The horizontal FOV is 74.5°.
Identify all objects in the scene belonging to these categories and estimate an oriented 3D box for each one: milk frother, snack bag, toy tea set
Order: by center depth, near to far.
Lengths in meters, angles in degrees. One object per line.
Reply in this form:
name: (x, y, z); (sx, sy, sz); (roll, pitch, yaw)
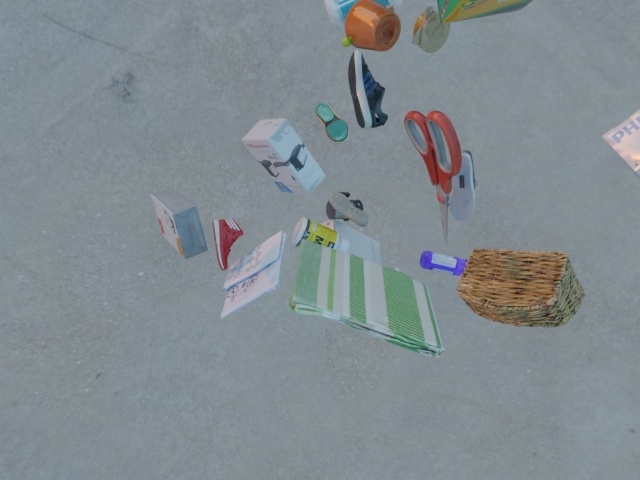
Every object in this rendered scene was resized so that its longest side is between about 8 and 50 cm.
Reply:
toy tea set: (0.187, -0.512, 0.901); (0.336, 0.124, 0.200); (-14, 131, -31)
snack bag: (-0.278, 0.137, 1.716); (0.323, 0.343, 0.037); (-31, 121, 23)
milk frother: (0.084, -0.121, 1.771); (0.134, 0.143, 0.129); (-2, 45, -26)

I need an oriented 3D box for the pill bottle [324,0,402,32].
pill bottle: (0.151, -0.753, 1.281); (0.264, 0.146, 0.146); (-13, 86, 23)

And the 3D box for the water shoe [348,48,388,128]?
water shoe: (0.123, -0.387, 1.083); (0.080, 0.073, 0.203); (-8, 90, -12)

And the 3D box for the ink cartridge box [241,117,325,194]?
ink cartridge box: (-0.156, -0.350, 1.780); (0.129, 0.223, 0.307); (-51, 126, -18)

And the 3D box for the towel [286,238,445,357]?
towel: (0.098, 0.117, 0.912); (0.324, 0.248, 0.038); (18, 121, -6)

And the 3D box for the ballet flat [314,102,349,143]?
ballet flat: (0.051, -0.413, 1.537); (0.086, 0.086, 0.248); (-8, 50, -18)

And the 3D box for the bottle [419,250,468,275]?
bottle: (0.629, 0.119, 2.035); (0.282, 0.118, 0.092); (13, 90, 3)

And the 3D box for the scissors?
scissors: (0.195, -0.074, 0.660); (0.021, 0.109, 0.297); (-34, 127, -9)

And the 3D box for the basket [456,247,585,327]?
basket: (0.599, 0.170, 1.272); (0.223, 0.299, 0.213); (45, 62, -36)

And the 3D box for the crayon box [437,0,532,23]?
crayon box: (0.314, -0.454, 0.675); (0.165, 0.278, 0.081); (-12, 98, -3)

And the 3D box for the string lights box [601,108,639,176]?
string lights box: (0.534, -0.131, 0.612); (0.259, 0.133, 0.077); (13, 46, -39)

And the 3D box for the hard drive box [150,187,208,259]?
hard drive box: (-0.507, -0.065, 1.510); (0.089, 0.232, 0.181); (-24, 124, -29)

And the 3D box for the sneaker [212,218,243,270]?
sneaker: (-0.387, 0.013, 1.810); (0.128, 0.087, 0.221); (-8, 92, -16)

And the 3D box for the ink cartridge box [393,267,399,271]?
ink cartridge box: (0.308, 0.205, 1.615); (0.104, 0.061, 0.181); (-40, 125, -19)

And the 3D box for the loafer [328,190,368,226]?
loafer: (0.068, -0.076, 1.066); (0.125, 0.039, 0.045); (40, 74, 19)

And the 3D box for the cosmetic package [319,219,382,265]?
cosmetic package: (0.122, 0.059, 1.932); (0.365, 0.155, 0.197); (24, 55, -43)

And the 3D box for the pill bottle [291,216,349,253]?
pill bottle: (0.000, 0.000, 1.652); (0.208, 0.119, 0.119); (23, 77, -17)

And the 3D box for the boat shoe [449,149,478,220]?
boat shoe: (0.630, -0.242, 1.853); (0.105, 0.113, 0.306); (-33, 118, -48)
